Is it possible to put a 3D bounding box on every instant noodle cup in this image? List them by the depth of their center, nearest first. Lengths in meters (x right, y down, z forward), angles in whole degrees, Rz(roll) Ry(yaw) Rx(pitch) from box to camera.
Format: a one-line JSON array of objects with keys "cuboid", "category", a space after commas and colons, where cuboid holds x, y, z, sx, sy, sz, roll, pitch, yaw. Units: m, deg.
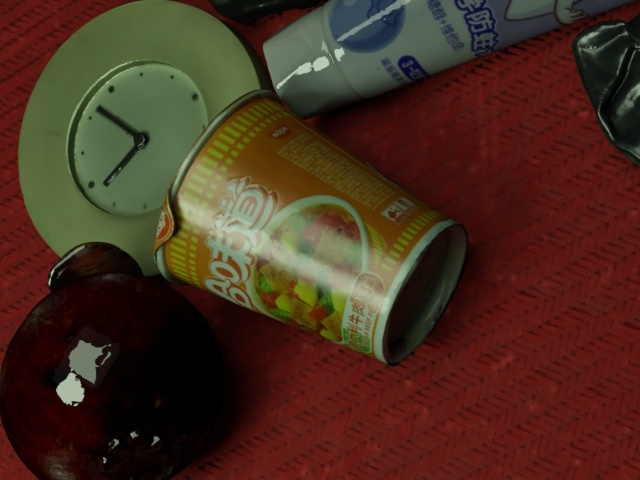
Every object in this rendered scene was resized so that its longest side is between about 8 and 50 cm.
[{"cuboid": [0.000, 0.000, 1.405, 0.185, 0.168, 0.168, 27, 89, 22], "category": "instant noodle cup"}]

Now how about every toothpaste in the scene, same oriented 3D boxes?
[{"cuboid": [0.134, -0.193, 1.421, 0.371, 0.125, 0.080, -22, 29, 20], "category": "toothpaste"}]

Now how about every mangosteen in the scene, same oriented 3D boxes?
[{"cuboid": [-0.161, 0.096, 1.450, 0.199, 0.200, 0.200, -7, 74, 24], "category": "mangosteen"}]

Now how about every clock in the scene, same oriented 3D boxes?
[{"cuboid": [-0.143, -0.081, 1.562, 0.235, 0.029, 0.235, -6, 76, 25], "category": "clock"}]

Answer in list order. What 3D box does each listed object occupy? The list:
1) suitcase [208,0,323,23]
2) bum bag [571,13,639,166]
[{"cuboid": [-0.004, -0.328, 1.537, 0.206, 0.066, 0.286, -12, 72, 22], "category": "suitcase"}, {"cuboid": [0.301, -0.149, 1.344, 0.248, 0.060, 0.123, -32, 65, 14], "category": "bum bag"}]
